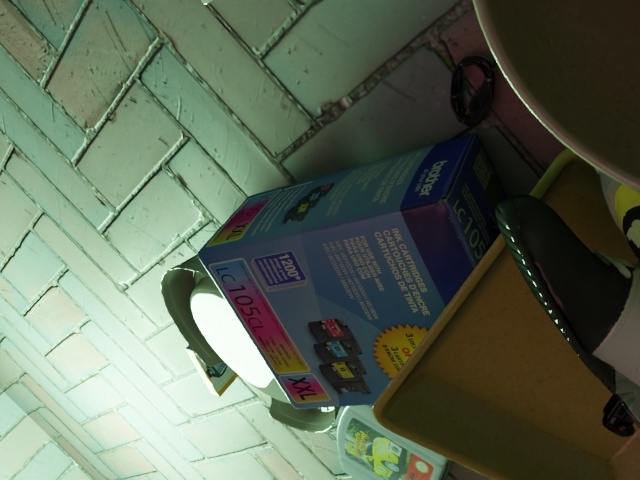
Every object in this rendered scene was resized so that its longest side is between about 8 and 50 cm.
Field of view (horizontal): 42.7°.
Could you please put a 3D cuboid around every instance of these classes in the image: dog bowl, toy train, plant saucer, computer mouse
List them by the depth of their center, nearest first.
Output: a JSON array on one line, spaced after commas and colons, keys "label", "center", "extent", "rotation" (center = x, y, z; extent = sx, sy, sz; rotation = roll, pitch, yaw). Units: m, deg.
[{"label": "toy train", "center": [0.304, 0.114, 0.751], "extent": [0.036, 0.027, 0.158], "rotation": [23, 114, 1]}, {"label": "computer mouse", "center": [0.186, -0.186, 0.771], "extent": [0.071, 0.041, 0.242], "rotation": [48, 152, 6]}, {"label": "plant saucer", "center": [0.269, 0.104, 0.804], "extent": [0.333, 0.081, 0.332], "rotation": [28, 113, -12]}, {"label": "dog bowl", "center": [-0.089, 0.144, 1.287], "extent": [0.349, 0.102, 0.348], "rotation": [30, 147, 22]}]

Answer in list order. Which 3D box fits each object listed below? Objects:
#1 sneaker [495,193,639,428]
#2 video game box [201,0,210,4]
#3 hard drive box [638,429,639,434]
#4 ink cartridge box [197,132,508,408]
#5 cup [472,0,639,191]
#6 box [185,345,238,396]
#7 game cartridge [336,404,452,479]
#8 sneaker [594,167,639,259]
[{"label": "sneaker", "center": [0.279, 0.064, 0.668], "extent": [0.146, 0.122, 0.330], "rotation": [-40, 103, 14]}, {"label": "video game box", "center": [-0.097, -0.343, 0.734], "extent": [0.048, 0.187, 0.205], "rotation": [-17, 114, 50]}, {"label": "hard drive box", "center": [0.366, 0.275, 0.951], "extent": [0.232, 0.089, 0.181], "rotation": [17, 115, 46]}, {"label": "ink cartridge box", "center": [0.095, 0.047, 0.957], "extent": [0.396, 0.151, 0.270], "rotation": [-13, 119, 33]}, {"label": "cup", "center": [0.283, -0.208, 0.477], "extent": [0.331, 0.237, 0.331], "rotation": [24, 141, 22]}, {"label": "box", "center": [-0.192, 0.209, 1.494], "extent": [0.028, 0.081, 0.136], "rotation": [6, 131, 40]}, {"label": "game cartridge", "center": [0.121, 0.350, 1.376], "extent": [0.196, 0.060, 0.294], "rotation": [31, 143, 22]}, {"label": "sneaker", "center": [0.388, 0.005, 0.614], "extent": [0.385, 0.147, 0.145], "rotation": [13, 143, 0]}]
